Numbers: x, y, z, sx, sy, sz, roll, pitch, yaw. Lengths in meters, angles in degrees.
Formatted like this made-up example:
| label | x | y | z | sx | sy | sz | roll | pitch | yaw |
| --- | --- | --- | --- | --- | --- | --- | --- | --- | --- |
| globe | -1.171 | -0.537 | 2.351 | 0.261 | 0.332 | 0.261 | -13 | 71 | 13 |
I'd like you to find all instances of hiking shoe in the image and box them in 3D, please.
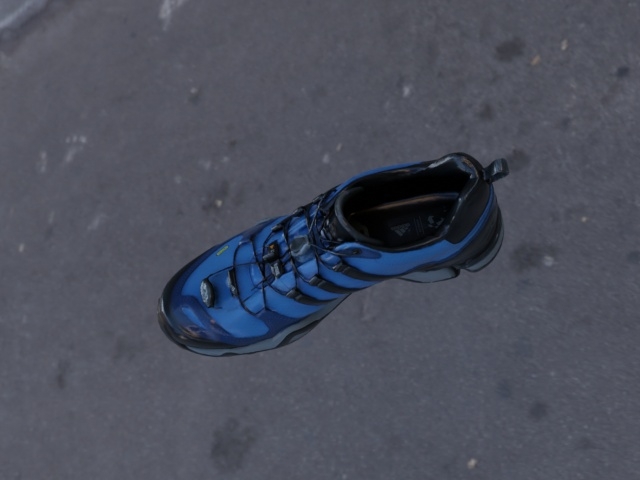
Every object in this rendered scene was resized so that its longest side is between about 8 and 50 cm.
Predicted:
| label | x | y | z | sx | sy | sz | roll | pitch | yaw |
| --- | --- | --- | --- | --- | --- | --- | --- | --- | --- |
| hiking shoe | 0.000 | 0.000 | 0.742 | 0.304 | 0.132 | 0.113 | -22 | 65 | 1 |
